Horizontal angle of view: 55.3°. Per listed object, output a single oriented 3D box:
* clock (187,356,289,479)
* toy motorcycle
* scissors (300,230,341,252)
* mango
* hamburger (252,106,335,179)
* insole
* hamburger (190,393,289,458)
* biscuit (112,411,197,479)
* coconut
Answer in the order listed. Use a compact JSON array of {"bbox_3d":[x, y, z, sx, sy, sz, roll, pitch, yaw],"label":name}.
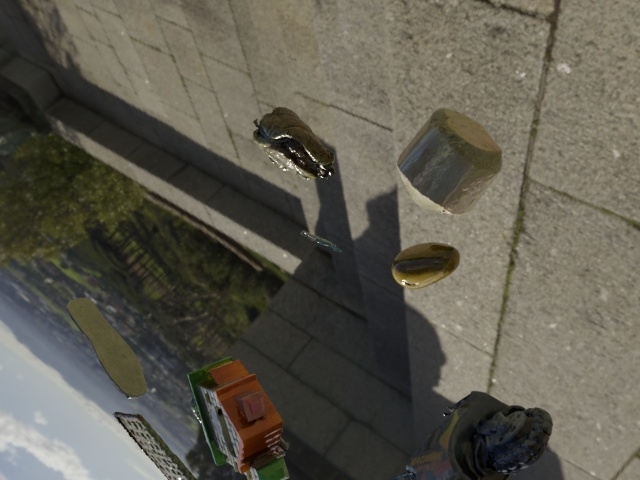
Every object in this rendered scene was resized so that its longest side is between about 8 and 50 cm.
[{"bbox_3d":[-0.159,0.372,1.263,0.255,0.106,0.220,-8,99,61],"label":"clock"},{"bbox_3d":[0.144,0.279,0.710,0.108,0.307,0.173,44,-163,1],"label":"toy motorcycle"},{"bbox_3d":[0.000,0.000,1.474,0.119,0.014,0.058,23,-167,-37],"label":"scissors"},{"bbox_3d":[0.254,0.059,1.459,0.195,0.137,0.098,-9,106,62],"label":"mango"},{"bbox_3d":[-0.059,-0.235,1.456,0.206,0.130,0.183,30,177,45],"label":"hamburger"},{"bbox_3d":[-0.312,0.154,0.897,0.192,0.063,0.010,47,116,22],"label":"insole"},{"bbox_3d":[-0.219,0.467,1.592,0.167,0.192,0.288,-104,-12,-56],"label":"hamburger"},{"bbox_3d":[-0.246,0.348,0.968,0.203,0.016,0.144,54,146,-10],"label":"biscuit"},{"bbox_3d":[0.319,-0.183,1.556,0.239,0.239,0.244,37,124,9],"label":"coconut"}]
